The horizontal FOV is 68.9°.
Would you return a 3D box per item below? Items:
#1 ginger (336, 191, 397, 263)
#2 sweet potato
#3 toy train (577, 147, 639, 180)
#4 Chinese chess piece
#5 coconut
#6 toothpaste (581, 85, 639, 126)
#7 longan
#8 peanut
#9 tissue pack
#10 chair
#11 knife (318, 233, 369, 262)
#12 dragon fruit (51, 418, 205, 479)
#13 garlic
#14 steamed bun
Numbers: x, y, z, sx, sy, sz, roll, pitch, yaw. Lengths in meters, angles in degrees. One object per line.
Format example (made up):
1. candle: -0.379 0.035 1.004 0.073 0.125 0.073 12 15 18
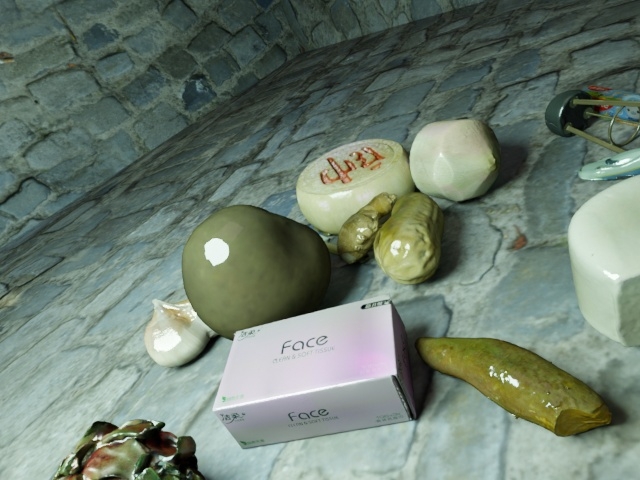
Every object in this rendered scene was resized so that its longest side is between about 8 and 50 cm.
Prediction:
1. ginger: 0.088 -0.033 0.868 0.165 0.067 0.096 -52 6 -12
2. sweet potato: 0.200 0.150 0.547 0.077 0.077 0.244 -39 33 -24
3. toy train: 0.556 -0.135 0.771 0.234 0.051 0.052 1 35 38
4. Chinese chess piece: 0.079 -0.123 1.048 0.270 0.112 0.270 -17 31 11
5. coconut: 0.273 -0.158 0.911 0.171 0.170 0.183 -37 29 -21
6. toothpaste: 0.611 -0.283 0.953 0.044 0.070 0.193 -28 29 -2
7. longan: -0.108 0.051 0.769 0.215 0.245 0.246 32 59 33
8. peanut: 0.155 -0.012 0.814 0.111 0.120 0.236 18 33 4
9. tissue pack: -0.005 0.179 0.633 0.247 0.092 0.148 -16 32 14
10. chair: 0.554 -0.230 0.898 0.095 0.104 0.221 -8 27 -24
11. knife: 0.001 0.002 0.994 0.047 0.017 0.298 -35 30 -29
12. dragon fruit: -0.222 0.293 0.534 0.182 0.182 0.188 -48 -4 -35
13. garlic: -0.236 0.151 0.853 0.175 0.099 0.124 -36 46 -21
14. steamed bun: 0.417 0.008 0.542 0.242 0.146 0.164 -20 32 12
